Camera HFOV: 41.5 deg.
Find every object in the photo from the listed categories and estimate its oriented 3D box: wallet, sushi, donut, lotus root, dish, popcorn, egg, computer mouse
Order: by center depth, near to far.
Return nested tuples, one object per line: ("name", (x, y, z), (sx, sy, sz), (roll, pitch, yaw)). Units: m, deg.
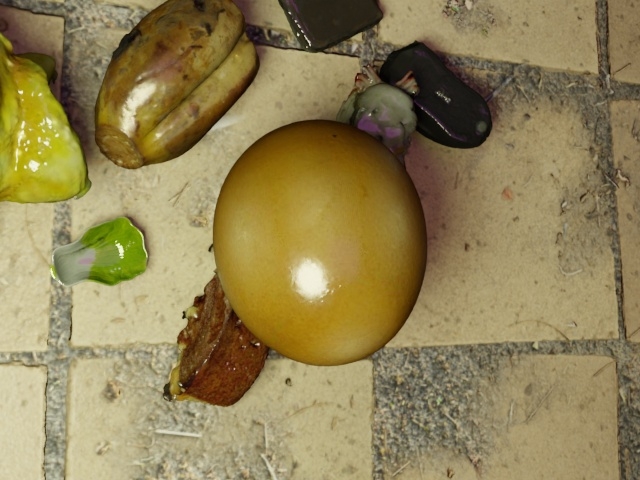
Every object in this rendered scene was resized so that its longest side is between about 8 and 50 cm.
("popcorn", (-0.443, -0.149, 1.043), (0.326, 0.290, 0.321), (30, 75, 3))
("egg", (0.000, 0.000, 1.112), (0.283, 0.282, 0.351), (7, 48, -22))
("dish", (-0.318, 0.023, 1.202), (0.137, 0.039, 0.091), (-18, 96, -23))
("lotus root", (-0.209, -0.231, 1.205), (0.193, 0.193, 0.291), (44, 69, -12))
("donut", (-0.133, 0.144, 1.217), (0.126, 0.144, 0.186), (28, 45, -35))
("sushi", (0.076, -0.109, 1.332), (0.124, 0.130, 0.332), (10, 81, -22))
("wallet", (-0.030, -0.466, 1.380), (0.165, 0.042, 0.309), (-32, 96, -23))
("computer mouse", (0.193, -0.237, 1.429), (0.217, 0.073, 0.122), (42, 70, -5))
